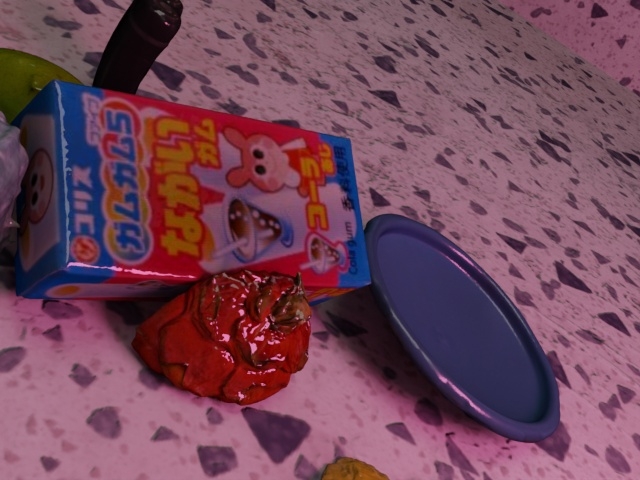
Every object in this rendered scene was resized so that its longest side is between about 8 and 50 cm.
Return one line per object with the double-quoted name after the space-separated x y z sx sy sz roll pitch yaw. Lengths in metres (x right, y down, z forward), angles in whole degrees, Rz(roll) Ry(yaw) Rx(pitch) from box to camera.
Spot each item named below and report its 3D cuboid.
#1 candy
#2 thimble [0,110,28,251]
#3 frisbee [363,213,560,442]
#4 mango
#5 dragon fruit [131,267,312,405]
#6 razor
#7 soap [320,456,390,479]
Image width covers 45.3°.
-0.103 -0.028 0.675 0.306 0.100 0.157 6 71 -39 "candy"
-0.325 -0.049 0.530 0.235 0.143 0.198 20 35 -23 "thimble"
0.142 0.093 0.820 0.289 0.049 0.289 34 28 -21 "frisbee"
-0.281 -0.122 0.705 0.178 0.100 0.119 30 34 8 "mango"
-0.058 0.080 0.626 0.162 0.106 0.083 7 43 -36 "dragon fruit"
-0.205 -0.206 0.837 0.054 0.148 0.090 27 32 -23 "razor"
0.042 0.230 0.579 0.089 0.033 0.168 9 39 -37 "soap"
